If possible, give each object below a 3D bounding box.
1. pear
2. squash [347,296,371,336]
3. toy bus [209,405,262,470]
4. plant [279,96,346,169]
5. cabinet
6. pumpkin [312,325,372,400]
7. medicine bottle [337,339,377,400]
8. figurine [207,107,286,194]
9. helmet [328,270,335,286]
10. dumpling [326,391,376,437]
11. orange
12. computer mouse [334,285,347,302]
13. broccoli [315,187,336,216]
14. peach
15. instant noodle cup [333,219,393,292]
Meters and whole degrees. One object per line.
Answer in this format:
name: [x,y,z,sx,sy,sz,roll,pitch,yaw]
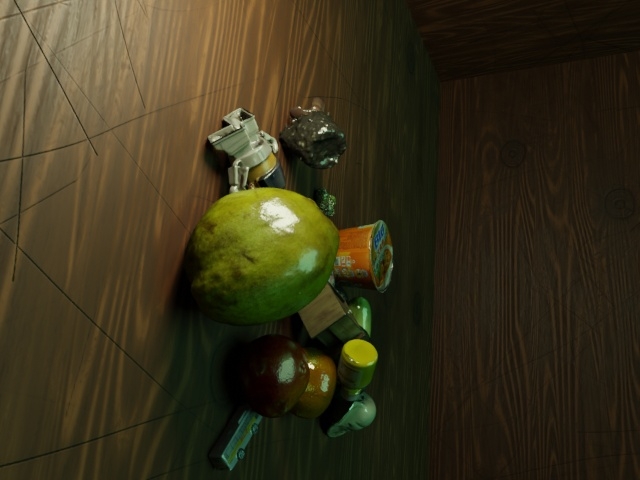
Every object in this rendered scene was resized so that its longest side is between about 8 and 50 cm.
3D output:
pear: [-0.151,0.042,1.338,0.413,0.352,0.352,-29,119,-25]
squash: [0.156,0.424,2.224,0.118,0.118,0.370,2,89,-65]
toy bus: [-0.235,0.546,1.454,0.075,0.064,0.190,62,34,-22]
plant: [-0.029,-0.363,1.793,0.178,0.204,0.234,11,34,-48]
cabinet: [0.027,0.253,1.789,0.175,0.148,0.215,51,6,-45]
pumpkin: [0.090,0.446,1.970,0.300,0.207,0.300,22,64,-56]
medicine bottle: [0.116,0.448,1.762,0.122,0.122,0.212,-53,157,-53]
figurine: [-0.194,-0.218,1.501,0.308,0.143,0.308,-6,98,-46]
helmet: [0.004,0.138,1.931,0.177,0.107,0.153,-46,126,-56]
dumpling: [0.105,0.687,2.065,0.227,0.175,0.243,-45,128,-1]
orange: [-0.037,0.468,1.743,0.158,0.179,0.237,131,-23,-62]
computer mouse: [0.083,0.235,2.157,0.135,0.047,0.079,51,43,-49]
broccoli: [0.021,-0.151,2.025,0.092,0.097,0.095,-38,154,-53]
peach: [-0.139,0.387,1.500,0.243,0.199,0.243,2,90,-65]
instant noodle cup: [0.152,0.065,2.120,0.296,0.214,0.296,-1,90,-65]
